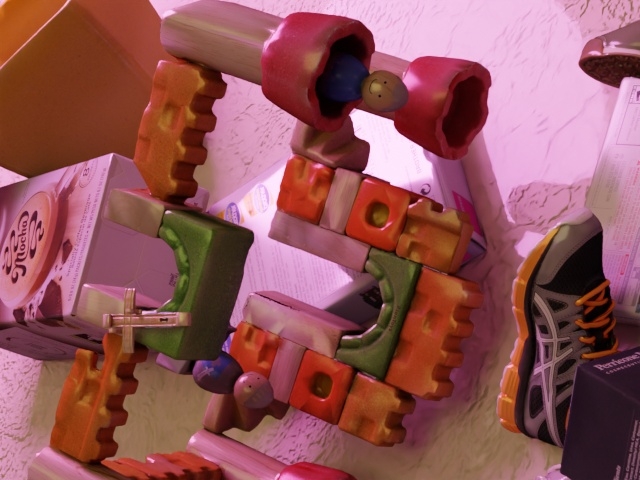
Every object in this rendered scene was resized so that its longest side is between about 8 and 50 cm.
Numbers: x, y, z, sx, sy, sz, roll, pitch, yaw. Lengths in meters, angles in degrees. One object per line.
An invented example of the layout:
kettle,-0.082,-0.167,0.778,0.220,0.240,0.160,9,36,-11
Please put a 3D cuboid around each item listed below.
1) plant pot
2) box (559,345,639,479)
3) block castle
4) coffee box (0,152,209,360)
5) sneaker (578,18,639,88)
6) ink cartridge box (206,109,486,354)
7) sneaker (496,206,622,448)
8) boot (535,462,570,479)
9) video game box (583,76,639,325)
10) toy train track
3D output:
plant pot,-0.258,-0.173,1.803,0.212,0.187,0.212,-40,27,21
box,0.280,0.140,1.174,0.158,0.156,0.093,30,124,47
block castle,-0.022,0.049,1.356,0.212,0.303,0.453,21,97,29
coffee box,-0.252,0.025,1.722,0.297,0.118,0.168,-10,63,55
sneaker,0.310,-0.170,1.395,0.192,0.064,0.086,7,66,44
ink cartridge box,0.000,0.000,1.590,0.311,0.065,0.186,-31,52,25
sneaker,0.198,0.072,1.314,0.083,0.084,0.215,29,132,35
boot,0.170,0.218,1.311,0.258,0.095,0.123,23,80,38
video game box,0.298,-0.028,1.338,0.187,0.048,0.205,8,75,47
toy train track,-0.131,0.059,1.242,0.083,0.014,0.048,-3,84,35
